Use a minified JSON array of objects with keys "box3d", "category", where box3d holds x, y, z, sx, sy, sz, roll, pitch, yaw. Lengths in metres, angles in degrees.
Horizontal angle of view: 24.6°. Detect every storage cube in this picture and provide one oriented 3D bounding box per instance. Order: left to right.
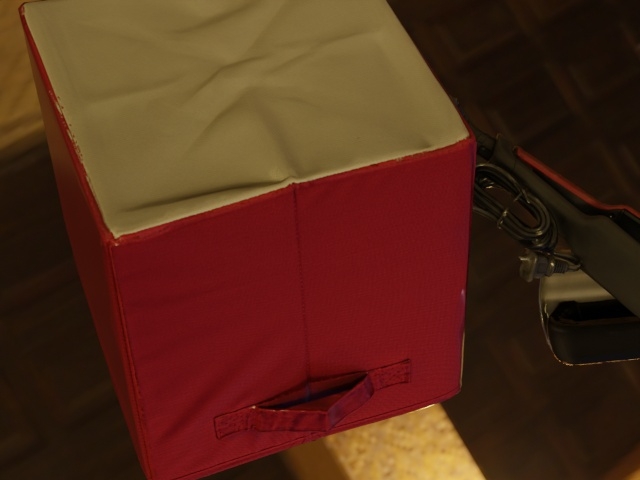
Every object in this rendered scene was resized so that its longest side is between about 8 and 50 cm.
[{"box3d":[-0.037,-0.019,0.776,0.183,0.215,0.193,-16,138,-12],"category":"storage cube"}]

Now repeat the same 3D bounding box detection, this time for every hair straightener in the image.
[{"box3d":[0.143,-0.013,0.881,0.089,0.230,0.047,-25,150,-45],"category":"hair straightener"}]

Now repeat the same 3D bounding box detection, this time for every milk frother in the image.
[{"box3d":[0.209,0.009,0.959,0.134,0.143,0.129,-7,177,33],"category":"milk frother"}]
